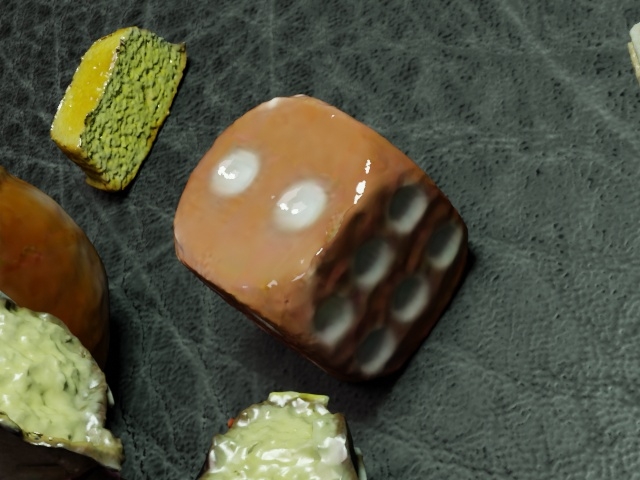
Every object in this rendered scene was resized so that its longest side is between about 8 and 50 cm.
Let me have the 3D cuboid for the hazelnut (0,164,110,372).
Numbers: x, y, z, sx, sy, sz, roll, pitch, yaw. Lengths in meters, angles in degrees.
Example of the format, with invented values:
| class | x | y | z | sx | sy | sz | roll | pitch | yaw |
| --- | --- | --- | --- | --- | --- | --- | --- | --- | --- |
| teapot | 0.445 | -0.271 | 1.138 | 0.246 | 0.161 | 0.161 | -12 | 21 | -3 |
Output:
| class | x | y | z | sx | sy | sz | roll | pitch | yaw |
| --- | --- | --- | --- | --- | --- | --- | --- | --- | --- |
| hazelnut | -0.351 | 0.086 | 1.108 | 0.315 | 0.372 | 0.372 | -13 | 52 | 6 |

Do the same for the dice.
| class | x | y | z | sx | sy | sz | roll | pitch | yaw |
| --- | --- | --- | --- | --- | --- | --- | --- | --- | --- |
| dice | 0.000 | 0.000 | 1.023 | 0.175 | 0.174 | 0.179 | -51 | 44 | -5 |

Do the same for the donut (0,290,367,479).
| class | x | y | z | sx | sy | sz | roll | pitch | yaw |
| --- | --- | --- | --- | --- | --- | --- | --- | --- | --- |
| donut | -0.143 | 0.193 | 0.932 | 0.136 | 0.345 | 0.259 | -77 | 6 | -49 |

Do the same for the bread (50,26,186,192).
| class | x | y | z | sx | sy | sz | roll | pitch | yaw |
| --- | --- | --- | --- | --- | --- | --- | --- | --- | --- |
| bread | -0.213 | -0.146 | 1.329 | 0.065 | 0.103 | 0.187 | 10 | 72 | 42 |

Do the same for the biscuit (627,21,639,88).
| class | x | y | z | sx | sy | sz | roll | pitch | yaw |
| --- | --- | --- | --- | --- | --- | --- | --- | --- | --- |
| biscuit | 0.281 | -0.051 | 0.895 | 0.062 | 0.108 | 0.239 | -20 | 51 | 18 |
